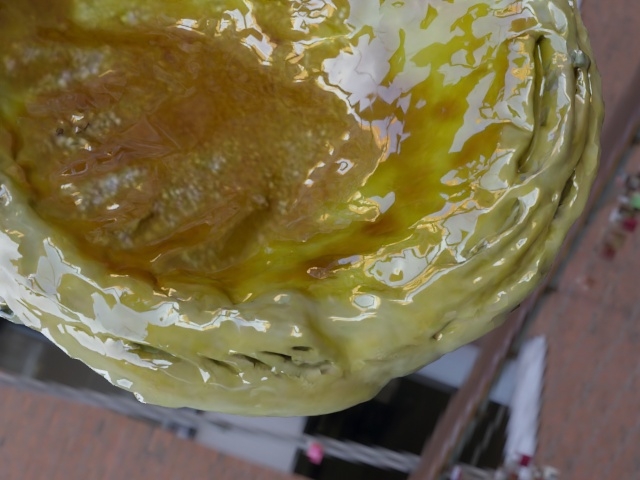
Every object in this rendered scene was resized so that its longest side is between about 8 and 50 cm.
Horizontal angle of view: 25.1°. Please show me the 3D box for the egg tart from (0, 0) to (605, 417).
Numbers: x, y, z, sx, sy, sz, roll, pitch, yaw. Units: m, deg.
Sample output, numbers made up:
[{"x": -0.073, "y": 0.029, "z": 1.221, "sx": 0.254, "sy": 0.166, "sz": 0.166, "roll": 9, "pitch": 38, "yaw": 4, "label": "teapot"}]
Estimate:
[{"x": -0.037, "y": -0.079, "z": 0.799, "sx": 0.169, "sy": 0.388, "sz": 0.388, "roll": 106, "pitch": -178, "yaw": -65, "label": "egg tart"}]
